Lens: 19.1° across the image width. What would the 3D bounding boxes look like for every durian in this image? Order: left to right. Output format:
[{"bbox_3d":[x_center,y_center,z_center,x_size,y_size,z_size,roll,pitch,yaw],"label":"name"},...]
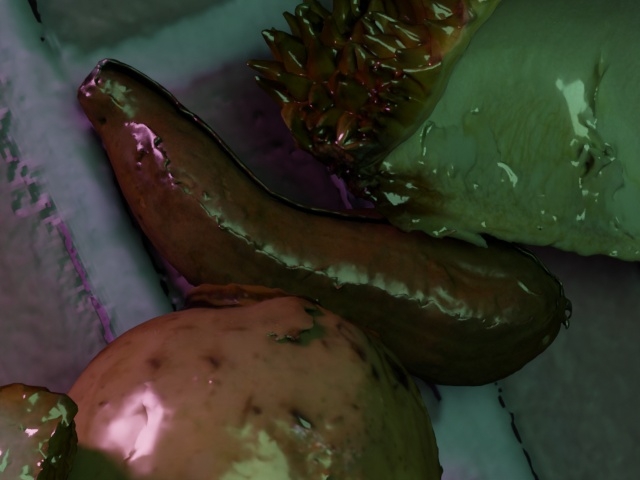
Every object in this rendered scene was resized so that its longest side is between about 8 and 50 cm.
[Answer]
[{"bbox_3d":[0.096,-0.064,0.806,0.252,0.144,0.139,9,69,-36],"label":"durian"}]

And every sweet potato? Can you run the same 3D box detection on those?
[{"bbox_3d":[-0.003,0.004,0.797,0.233,0.062,0.081,24,50,-13],"label":"sweet potato"}]

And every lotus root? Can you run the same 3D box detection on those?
[{"bbox_3d":[-0.036,0.157,0.701,0.160,0.146,0.284,4,68,-2],"label":"lotus root"}]

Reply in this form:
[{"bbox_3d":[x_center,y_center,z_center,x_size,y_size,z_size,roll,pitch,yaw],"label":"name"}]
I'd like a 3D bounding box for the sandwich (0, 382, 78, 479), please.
[{"bbox_3d":[-0.208,0.156,0.628,0.226,0.087,0.251,11,72,3],"label":"sandwich"}]
